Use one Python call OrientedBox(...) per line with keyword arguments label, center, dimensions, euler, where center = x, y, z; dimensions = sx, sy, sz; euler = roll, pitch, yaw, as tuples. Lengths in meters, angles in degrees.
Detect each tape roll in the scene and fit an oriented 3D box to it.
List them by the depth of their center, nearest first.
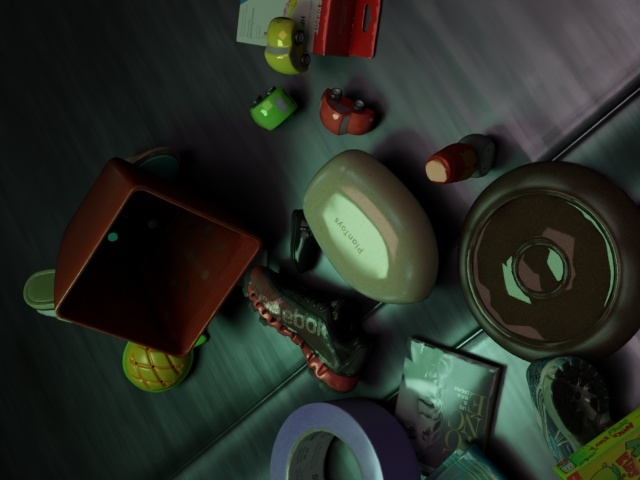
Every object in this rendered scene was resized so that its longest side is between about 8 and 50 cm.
OrientedBox(label="tape roll", center=(0.037, 0.401, 1.655), dimensions=(0.275, 0.090, 0.274), euler=(-2, 87, 47))

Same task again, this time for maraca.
OrientedBox(label="maraca", center=(-0.296, 0.207, 1.894), dimensions=(0.127, 0.099, 0.185), euler=(35, 103, -11))

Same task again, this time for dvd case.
OrientedBox(label="dvd case", center=(0.195, 0.281, 1.609), dimensions=(0.165, 0.018, 0.221), euler=(17, 106, 32))

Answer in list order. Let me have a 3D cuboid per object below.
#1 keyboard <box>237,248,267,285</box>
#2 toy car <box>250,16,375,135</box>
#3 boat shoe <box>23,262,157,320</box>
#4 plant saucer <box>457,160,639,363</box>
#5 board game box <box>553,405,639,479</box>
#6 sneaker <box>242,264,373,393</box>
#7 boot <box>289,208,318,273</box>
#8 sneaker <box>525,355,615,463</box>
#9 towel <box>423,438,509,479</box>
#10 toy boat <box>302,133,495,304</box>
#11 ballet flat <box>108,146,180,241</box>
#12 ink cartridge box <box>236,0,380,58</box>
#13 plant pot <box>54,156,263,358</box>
OrientedBox(label="keyboard", center=(-0.201, 0.042, 1.861), dimensions=(0.256, 0.014, 0.072), euler=(5, 94, 34))
OrientedBox(label="toy car", center=(-0.051, -0.232, 1.656), dimensions=(0.239, 0.053, 0.225), euler=(48, 143, -14))
OrientedBox(label="boat shoe", center=(-0.422, 0.108, 1.962), dimensions=(0.302, 0.103, 0.113), euler=(2, 65, 16))
OrientedBox(label="plant saucer", center=(0.331, 0.039, 1.468), dimensions=(0.311, 0.050, 0.310), euler=(6, 100, 34))
OrientedBox(label="board game box", center=(0.419, 0.300, 1.362), dimensions=(0.181, 0.043, 0.092), euler=(-34, 101, -4))
OrientedBox(label="sneaker", center=(-0.015, 0.123, 1.688), dimensions=(0.276, 0.098, 0.135), euler=(45, 119, 20))
OrientedBox(label="boot", center=(0.000, 0.000, 1.697), dimensions=(0.099, 0.045, 0.121), euler=(4, 100, 28))
OrientedBox(label="sneaker", center=(0.380, 0.288, 1.446), dimensions=(0.283, 0.110, 0.122), euler=(69, 165, -10))
OrientedBox(label="towel", center=(0.272, 0.523, 1.560), dimensions=(0.370, 0.040, 0.271), euler=(49, 124, 18))
OrientedBox(label="toy boat", center=(0.133, -0.051, 1.546), dimensions=(0.318, 0.148, 0.267), euler=(-40, 80, 37))
OrientedBox(label="ballet flat", center=(-0.377, -0.088, 1.915), dimensions=(0.316, 0.108, 0.106), euler=(-48, 44, 27))
OrientedBox(label="ink cartridge box", center=(-0.020, -0.376, 1.639), dimensions=(0.231, 0.078, 0.134), euler=(15, 105, 32))
OrientedBox(label="plant pot", center=(-0.309, 0.004, 1.758), dimensions=(0.267, 0.267, 0.236), euler=(-55, 38, 13))
